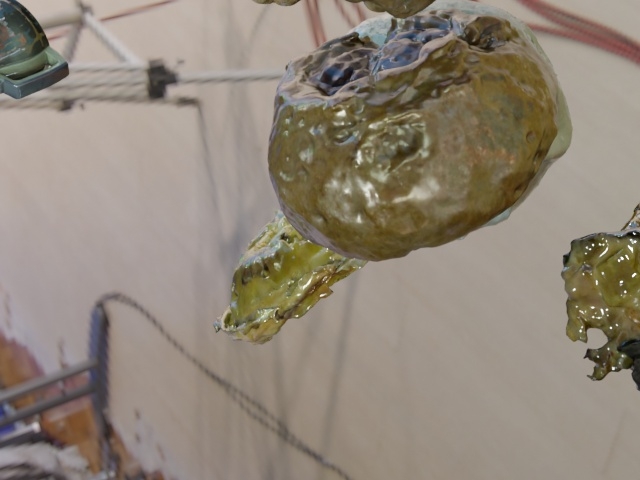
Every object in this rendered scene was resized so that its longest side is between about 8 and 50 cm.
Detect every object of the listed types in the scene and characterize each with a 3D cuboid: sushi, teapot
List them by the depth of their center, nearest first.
[{"bbox_3d":[-0.223,-0.129,0.901,0.088,0.057,0.066,29,143,20],"label":"teapot"},{"bbox_3d":[0.350,0.038,1.213,0.200,0.204,0.213,13,104,34],"label":"sushi"}]

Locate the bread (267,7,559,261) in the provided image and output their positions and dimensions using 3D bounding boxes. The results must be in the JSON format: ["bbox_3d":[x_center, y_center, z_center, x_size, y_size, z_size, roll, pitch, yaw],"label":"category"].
[{"bbox_3d":[0.059,-0.087,0.937,0.230,0.230,0.123,18,142,53],"label":"bread"}]

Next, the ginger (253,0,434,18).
[{"bbox_3d":[0.084,-0.263,0.813,0.166,0.333,0.080,37,-171,-26],"label":"ginger"}]

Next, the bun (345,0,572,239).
[{"bbox_3d":[0.157,-0.150,1.671,0.194,0.355,0.354,-89,-2,-63],"label":"bun"}]

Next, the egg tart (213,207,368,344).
[{"bbox_3d":[0.000,0.000,1.261,0.095,0.279,0.279,52,149,-5],"label":"egg tart"}]
